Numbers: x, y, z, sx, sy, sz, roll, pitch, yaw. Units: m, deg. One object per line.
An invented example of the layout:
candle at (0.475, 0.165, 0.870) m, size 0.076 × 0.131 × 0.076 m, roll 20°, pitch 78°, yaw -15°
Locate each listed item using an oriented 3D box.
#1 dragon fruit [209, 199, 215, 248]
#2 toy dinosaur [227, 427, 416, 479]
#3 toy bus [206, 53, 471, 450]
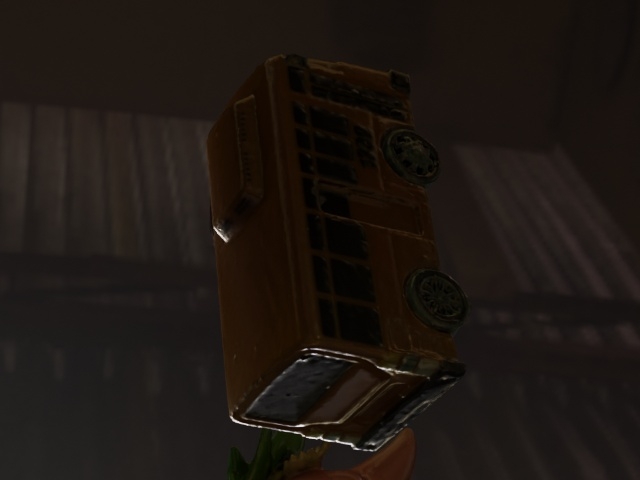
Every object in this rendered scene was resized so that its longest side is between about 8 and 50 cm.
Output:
dragon fruit at (-0.044, -0.042, 1.624) m, size 0.096 × 0.102 × 0.147 m, roll -3°, pitch -155°, yaw 26°
toy dinosaur at (0.020, 0.189, 1.119) m, size 0.177 × 0.152 × 0.194 m, roll -14°, pitch -170°, yaw 30°
toy bus at (0.000, 0.000, 0.850) m, size 0.114 × 0.098 × 0.201 m, roll 13°, pitch -129°, yaw -27°
